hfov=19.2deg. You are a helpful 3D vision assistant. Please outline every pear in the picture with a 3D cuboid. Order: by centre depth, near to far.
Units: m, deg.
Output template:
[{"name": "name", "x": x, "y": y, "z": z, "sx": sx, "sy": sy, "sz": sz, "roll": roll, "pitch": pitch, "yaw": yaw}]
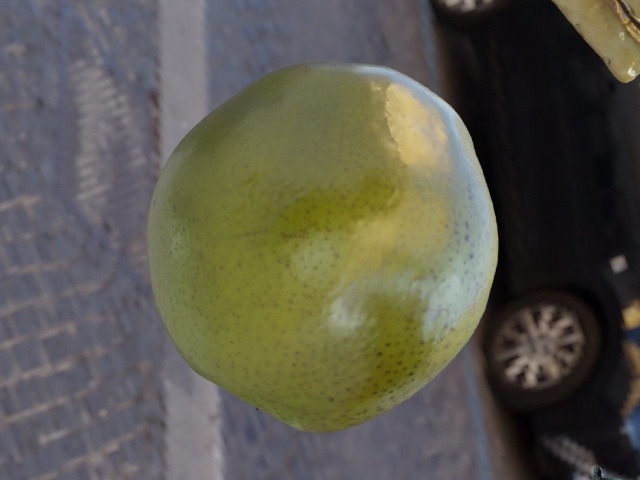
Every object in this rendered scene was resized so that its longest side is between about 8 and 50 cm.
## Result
[{"name": "pear", "x": 0.000, "y": 0.000, "z": 1.009, "sx": 0.198, "sy": 0.198, "sz": 0.198, "roll": 52, "pitch": 26, "yaw": -38}]

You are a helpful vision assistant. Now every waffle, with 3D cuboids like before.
[{"name": "waffle", "x": 0.116, "y": -0.127, "z": 0.796, "sx": 0.102, "sy": 0.042, "sz": 0.148, "roll": 48, "pitch": 18, "yaw": -9}]

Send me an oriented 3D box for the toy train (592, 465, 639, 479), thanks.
[{"name": "toy train", "x": 0.140, "y": 0.229, "z": 0.926, "sx": 0.159, "sy": 0.129, "sz": 0.326, "roll": 45, "pitch": -22, "yaw": 17}]
